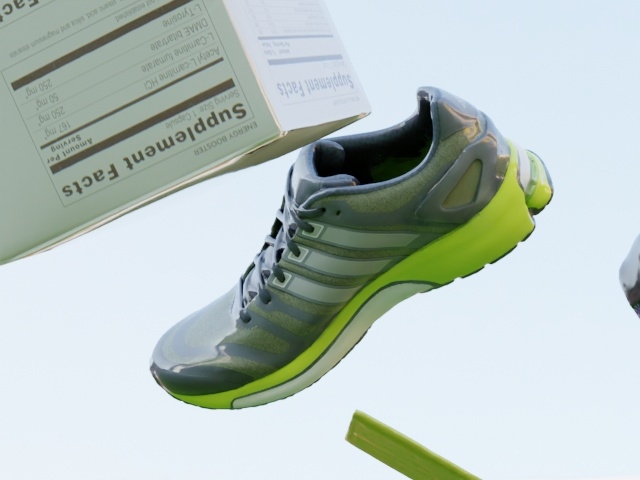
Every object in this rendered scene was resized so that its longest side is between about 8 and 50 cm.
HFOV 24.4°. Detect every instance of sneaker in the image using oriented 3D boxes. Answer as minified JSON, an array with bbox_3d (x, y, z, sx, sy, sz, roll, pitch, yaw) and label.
[{"bbox_3d":[0.000,0.000,0.991,0.300,0.111,0.121,-36,-56,9],"label":"sneaker"}]

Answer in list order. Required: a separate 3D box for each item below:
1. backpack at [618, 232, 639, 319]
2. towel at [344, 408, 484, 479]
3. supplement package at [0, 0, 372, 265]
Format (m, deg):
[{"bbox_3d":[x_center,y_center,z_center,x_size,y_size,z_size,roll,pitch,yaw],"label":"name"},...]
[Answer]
[{"bbox_3d":[0.355,0.043,0.963,0.225,0.253,0.191,-30,-13,-23],"label":"backpack"},{"bbox_3d":[0.135,0.244,1.535,0.237,0.021,0.102,28,-24,7],"label":"towel"},{"bbox_3d":[-0.100,-0.132,0.613,0.134,0.244,0.139,-23,0,19],"label":"supplement package"}]
